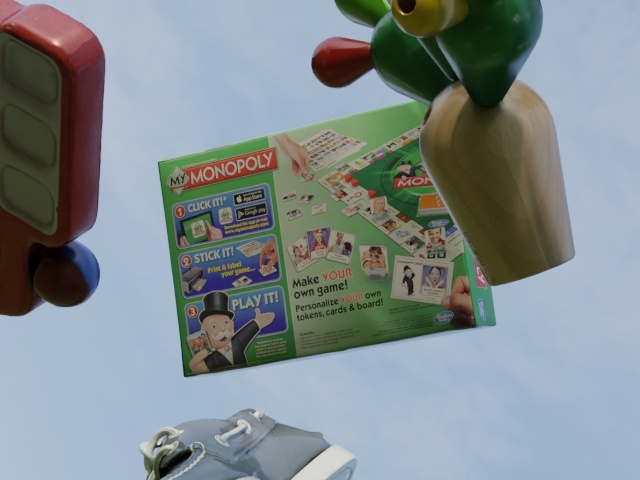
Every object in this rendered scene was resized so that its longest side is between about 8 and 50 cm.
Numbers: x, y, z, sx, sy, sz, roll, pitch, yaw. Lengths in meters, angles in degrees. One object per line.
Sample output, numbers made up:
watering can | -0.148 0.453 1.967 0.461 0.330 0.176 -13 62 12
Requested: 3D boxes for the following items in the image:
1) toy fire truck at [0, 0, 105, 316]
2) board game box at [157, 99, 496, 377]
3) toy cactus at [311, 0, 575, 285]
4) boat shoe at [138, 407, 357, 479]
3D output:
toy fire truck | -0.264 -0.065 1.431 0.254 0.169 0.302 30 -47 25
board game box | 0.000 0.000 1.830 0.317 0.046 0.214 -11 -99 30
toy cactus | 0.040 -0.071 0.705 0.219 0.112 0.181 -14 -84 69
boat shoe | -0.079 0.174 1.304 0.099 0.319 0.116 33 -74 17
